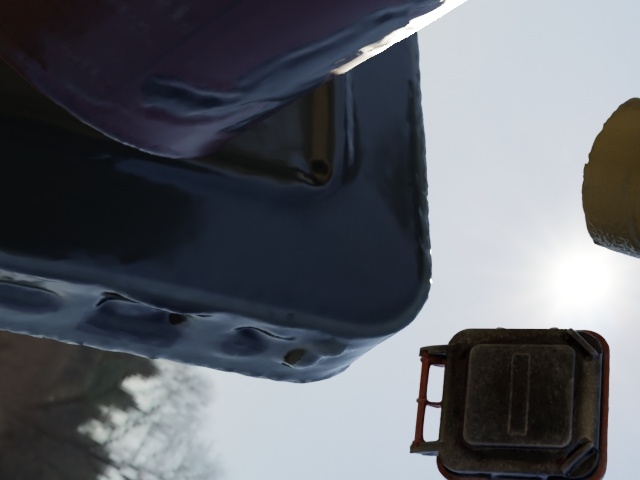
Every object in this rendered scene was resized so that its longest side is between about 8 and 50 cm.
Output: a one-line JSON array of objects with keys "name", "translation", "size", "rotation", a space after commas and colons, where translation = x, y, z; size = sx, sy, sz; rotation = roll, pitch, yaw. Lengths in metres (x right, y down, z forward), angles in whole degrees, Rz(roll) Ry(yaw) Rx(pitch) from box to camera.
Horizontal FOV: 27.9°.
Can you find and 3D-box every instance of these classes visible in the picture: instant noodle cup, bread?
[{"name": "instant noodle cup", "translation": [-0.031, -0.151, 0.448], "size": [0.178, 0.235, 0.235], "rotation": [-36, -163, 22]}, {"name": "bread", "translation": [0.327, -0.049, 1.141], "size": [0.141, 0.134, 0.148], "rotation": [18, -99, 43]}]

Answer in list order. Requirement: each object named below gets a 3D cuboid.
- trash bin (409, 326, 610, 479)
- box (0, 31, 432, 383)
[{"name": "trash bin", "translation": [0.202, 0.195, 1.294], "size": [0.239, 0.184, 0.161], "rotation": [60, 33, -59]}, {"name": "box", "translation": [-0.133, -0.135, 0.690], "size": [0.111, 0.395, 0.397], "rotation": [132, -37, -50]}]
